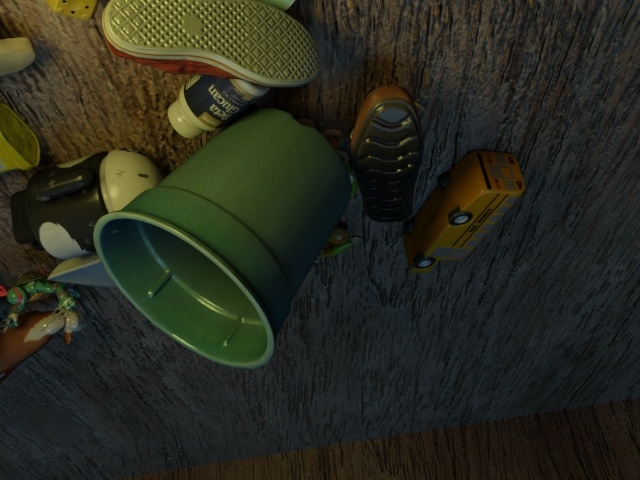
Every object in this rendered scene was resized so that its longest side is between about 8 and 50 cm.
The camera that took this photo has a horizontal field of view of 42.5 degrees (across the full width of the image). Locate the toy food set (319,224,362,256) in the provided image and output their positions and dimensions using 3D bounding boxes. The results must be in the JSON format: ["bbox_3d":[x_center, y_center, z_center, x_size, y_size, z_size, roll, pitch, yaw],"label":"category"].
[{"bbox_3d":[0.000,0.000,1.839,0.132,0.039,0.192,-26,146,26],"label":"toy food set"}]

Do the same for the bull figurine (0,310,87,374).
[{"bbox_3d":[-0.684,0.226,1.853,0.310,0.101,0.188,-30,-166,-38],"label":"bull figurine"}]

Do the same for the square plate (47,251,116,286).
[{"bbox_3d":[-0.322,0.021,1.694,0.347,0.049,0.344,-20,168,17],"label":"square plate"}]

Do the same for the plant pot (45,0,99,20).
[{"bbox_3d":[-0.332,-0.349,1.117,0.081,0.083,0.081,9,145,-27],"label":"plant pot"}]

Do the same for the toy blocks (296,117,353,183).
[{"bbox_3d":[0.002,-0.140,1.497,0.123,0.148,0.054,14,142,-34],"label":"toy blocks"}]

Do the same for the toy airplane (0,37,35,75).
[{"bbox_3d":[-0.645,-0.229,1.111,0.384,0.273,0.386,-10,-172,22],"label":"toy airplane"}]

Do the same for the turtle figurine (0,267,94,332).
[{"bbox_3d":[-0.583,0.115,1.735,0.175,0.118,0.234,-8,-170,29],"label":"turtle figurine"}]

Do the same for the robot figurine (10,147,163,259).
[{"bbox_3d":[-0.416,-0.068,1.487,0.278,0.209,0.174,-15,113,10],"label":"robot figurine"}]

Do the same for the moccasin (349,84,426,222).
[{"bbox_3d":[0.128,-0.170,1.504,0.139,0.147,0.380,-5,156,10],"label":"moccasin"}]

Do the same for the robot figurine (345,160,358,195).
[{"bbox_3d":[0.025,-0.123,1.612,0.101,0.067,0.115,17,147,0],"label":"robot figurine"}]

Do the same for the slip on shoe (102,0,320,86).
[{"bbox_3d":[-0.156,-0.290,1.209,0.331,0.123,0.101,3,174,-24],"label":"slip on shoe"}]

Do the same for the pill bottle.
[{"bbox_3d":[-0.169,-0.237,1.339,0.169,0.094,0.094,-31,143,33],"label":"pill bottle"}]

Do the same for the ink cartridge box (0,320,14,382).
[{"bbox_3d":[-0.927,0.280,1.964,0.309,0.130,0.272,16,143,-36],"label":"ink cartridge box"}]

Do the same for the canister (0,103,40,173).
[{"bbox_3d":[-0.582,-0.156,1.384,0.169,0.073,0.126,-13,149,9],"label":"canister"}]

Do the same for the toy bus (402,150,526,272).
[{"bbox_3d":[0.295,-0.052,1.769,0.130,0.108,0.333,2,147,-21],"label":"toy bus"}]

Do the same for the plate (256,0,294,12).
[{"bbox_3d":[-0.118,-0.381,1.182,0.188,0.024,0.188,-8,149,-5],"label":"plate"}]

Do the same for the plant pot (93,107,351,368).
[{"bbox_3d":[-0.135,-0.025,1.367,0.341,0.334,0.341,24,145,18],"label":"plant pot"}]
